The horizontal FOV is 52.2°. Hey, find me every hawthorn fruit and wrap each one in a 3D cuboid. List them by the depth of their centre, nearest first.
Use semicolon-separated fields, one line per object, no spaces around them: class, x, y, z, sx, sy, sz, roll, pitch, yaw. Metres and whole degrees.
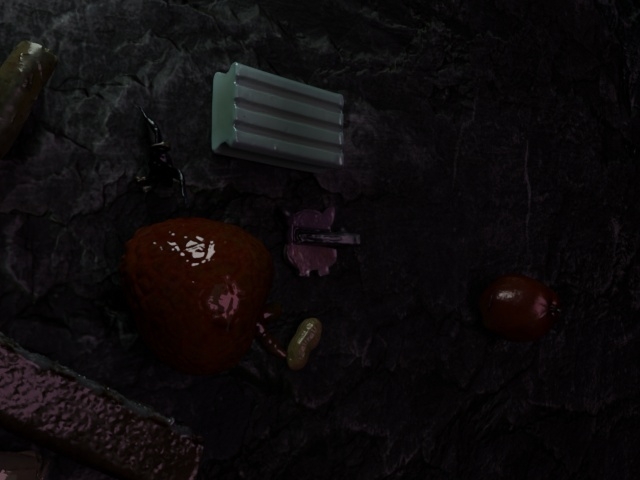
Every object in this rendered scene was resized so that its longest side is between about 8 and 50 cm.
hawthorn fruit;0.513;0.175;1.656;0.185;0.202;0.185;0;90;-47

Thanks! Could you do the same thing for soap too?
soap;-0.077;-0.228;1.267;0.265;0.087;0.159;6;81;-40

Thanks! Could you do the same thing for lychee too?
lychee;-0.176;0.089;1.040;0.300;0.255;0.255;20;68;-4

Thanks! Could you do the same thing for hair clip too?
hair clip;-0.004;0.001;1.334;0.187;0.056;0.146;-2;87;-32

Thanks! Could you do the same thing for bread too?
bread;-0.360;0.235;0.913;0.416;0.165;0.113;39;62;-32

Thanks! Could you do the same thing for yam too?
yam;-0.473;-0.156;0.929;0.067;0.071;0.317;70;36;-62

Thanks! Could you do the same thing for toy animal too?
toy animal;-0.264;-0.126;1.085;0.062;0.108;0.220;-11;57;-38

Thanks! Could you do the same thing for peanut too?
peanut;-0.033;0.202;1.278;0.054;0.054;0.113;44;61;-28

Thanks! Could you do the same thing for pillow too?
pillow;-0.449;0.383;0.889;0.119;0.053;0.208;22;71;-41
